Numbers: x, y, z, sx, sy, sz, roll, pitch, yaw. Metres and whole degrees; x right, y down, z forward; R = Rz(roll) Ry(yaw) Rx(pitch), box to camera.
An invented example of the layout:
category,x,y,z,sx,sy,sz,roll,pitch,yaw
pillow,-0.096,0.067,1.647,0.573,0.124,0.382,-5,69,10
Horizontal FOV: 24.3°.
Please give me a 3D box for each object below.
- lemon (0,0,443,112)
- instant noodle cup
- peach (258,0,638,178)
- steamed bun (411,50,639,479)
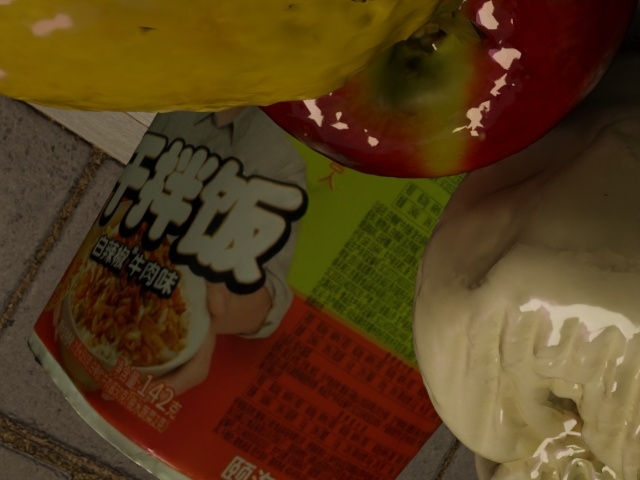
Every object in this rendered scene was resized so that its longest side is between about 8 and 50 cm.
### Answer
category,x,y,z,sx,sy,sz,roll,pitch,yaw
lemon,-0.060,-0.159,0.428,0.284,0.260,0.260,27,172,23
instant noodle cup,0.000,0.000,0.888,0.294,0.308,0.294,34,-178,-1
peach,0.041,-0.140,0.639,0.190,0.226,0.196,-2,133,2
steamed bun,0.233,0.037,0.695,0.352,0.247,0.339,8,147,33
